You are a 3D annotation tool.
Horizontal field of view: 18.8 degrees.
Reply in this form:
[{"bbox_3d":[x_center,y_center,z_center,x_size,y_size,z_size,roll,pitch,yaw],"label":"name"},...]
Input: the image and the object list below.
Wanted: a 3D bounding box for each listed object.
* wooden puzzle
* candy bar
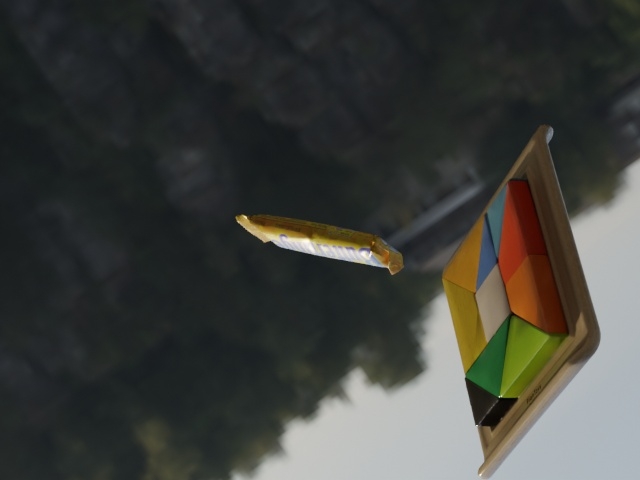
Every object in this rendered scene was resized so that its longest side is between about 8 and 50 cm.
[{"bbox_3d":[0.159,0.053,1.651,0.044,0.238,0.221,7,144,-18],"label":"wooden puzzle"},{"bbox_3d":[0.000,0.000,1.440,0.161,0.040,0.018,12,-112,47],"label":"candy bar"}]
